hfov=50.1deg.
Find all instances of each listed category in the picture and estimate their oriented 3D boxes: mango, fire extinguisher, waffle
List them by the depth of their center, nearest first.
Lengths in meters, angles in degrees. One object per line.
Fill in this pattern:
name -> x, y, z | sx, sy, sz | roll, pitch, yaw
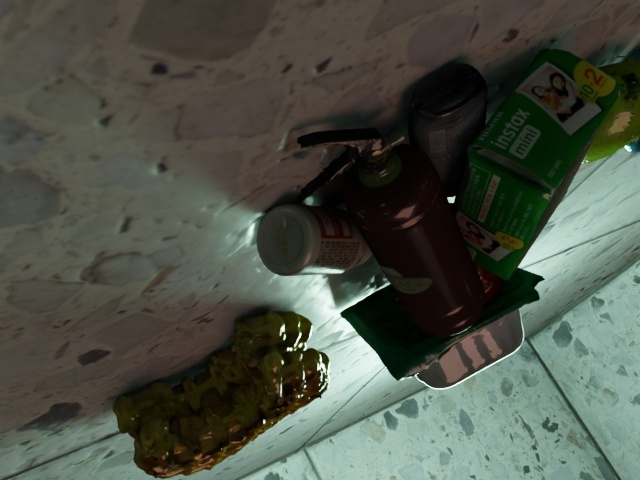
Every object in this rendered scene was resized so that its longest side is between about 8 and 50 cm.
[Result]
fire extinguisher -> 0.079, -0.011, 0.740 | 0.138, 0.102, 0.344 | -33, 136, 2
mango -> 0.346, -0.152, 0.866 | 0.119, 0.100, 0.178 | -21, 166, -29
waffle -> -0.141, 0.244, 1.071 | 0.324, 0.151, 0.261 | -31, 156, 7

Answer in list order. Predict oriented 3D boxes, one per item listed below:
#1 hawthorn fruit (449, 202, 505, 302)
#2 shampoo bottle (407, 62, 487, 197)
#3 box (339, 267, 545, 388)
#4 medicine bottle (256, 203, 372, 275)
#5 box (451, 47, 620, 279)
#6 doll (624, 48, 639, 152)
hawthorn fruit -> 0.197, 0.021, 0.954 | 0.193, 0.157, 0.157 | -8, 171, 29
shampoo bottle -> 0.141, -0.109, 0.758 | 0.087, 0.049, 0.234 | -31, 160, 0
box -> 0.196, 0.133, 1.096 | 0.264, 0.106, 0.336 | -27, -169, -6
medicine bottle -> 0.000, 0.000, 0.779 | 0.079, 0.079, 0.140 | -42, 156, 29
box -> 0.235, -0.080, 0.794 | 0.180, 0.103, 0.250 | -52, 162, -20
doll -> 0.545, -0.255, 0.930 | 0.341, 0.099, 0.346 | -7, 147, -21
